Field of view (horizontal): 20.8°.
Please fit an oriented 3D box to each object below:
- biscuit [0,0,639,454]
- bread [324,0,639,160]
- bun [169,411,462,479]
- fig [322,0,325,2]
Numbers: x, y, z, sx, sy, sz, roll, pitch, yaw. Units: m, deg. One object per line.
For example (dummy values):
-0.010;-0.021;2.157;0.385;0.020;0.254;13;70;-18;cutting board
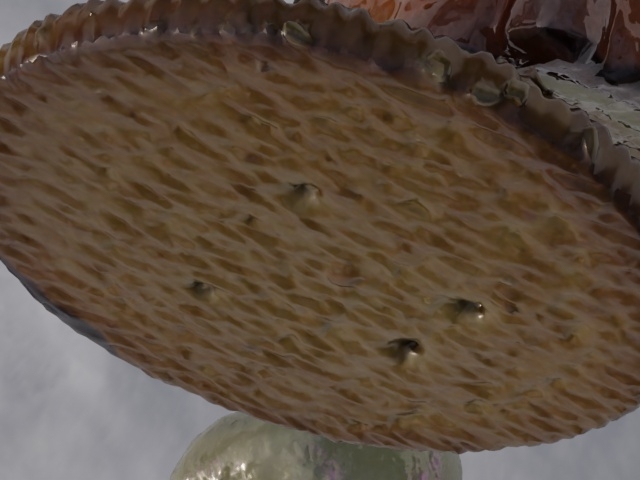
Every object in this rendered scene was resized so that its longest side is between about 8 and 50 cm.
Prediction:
0.000;0.000;0.697;0.305;0.038;0.305;13;149;8;biscuit
0.115;-0.100;0.818;0.190;0.244;0.123;8;79;42;bread
0.001;0.242;1.599;0.272;0.273;0.168;-3;61;10;bun
0.009;-0.217;1.366;0.074;0.088;0.074;-9;75;37;fig
